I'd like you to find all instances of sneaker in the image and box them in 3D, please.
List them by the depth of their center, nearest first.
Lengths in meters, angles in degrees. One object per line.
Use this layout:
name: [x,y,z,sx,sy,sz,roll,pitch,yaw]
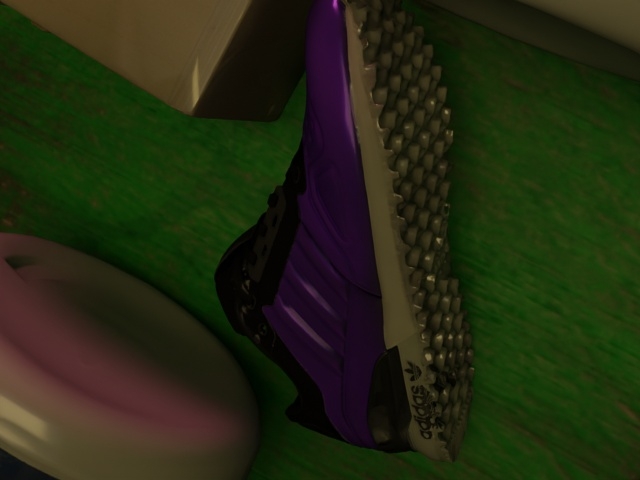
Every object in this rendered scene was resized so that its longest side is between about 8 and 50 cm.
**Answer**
sneaker: [0.000,0.001,0.564,0.146,0.102,0.293,1,114,24]

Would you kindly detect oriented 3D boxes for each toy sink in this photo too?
toy sink: [-0.118,-0.177,0.580,0.234,0.153,0.131,32,103,9]

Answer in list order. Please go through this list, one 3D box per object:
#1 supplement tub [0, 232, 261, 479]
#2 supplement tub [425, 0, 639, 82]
supplement tub: [-0.203,0.179,0.595,0.228,0.228,0.316,35,103,9]
supplement tub: [0.155,-0.256,0.457,0.235,0.235,0.325,24,100,11]
